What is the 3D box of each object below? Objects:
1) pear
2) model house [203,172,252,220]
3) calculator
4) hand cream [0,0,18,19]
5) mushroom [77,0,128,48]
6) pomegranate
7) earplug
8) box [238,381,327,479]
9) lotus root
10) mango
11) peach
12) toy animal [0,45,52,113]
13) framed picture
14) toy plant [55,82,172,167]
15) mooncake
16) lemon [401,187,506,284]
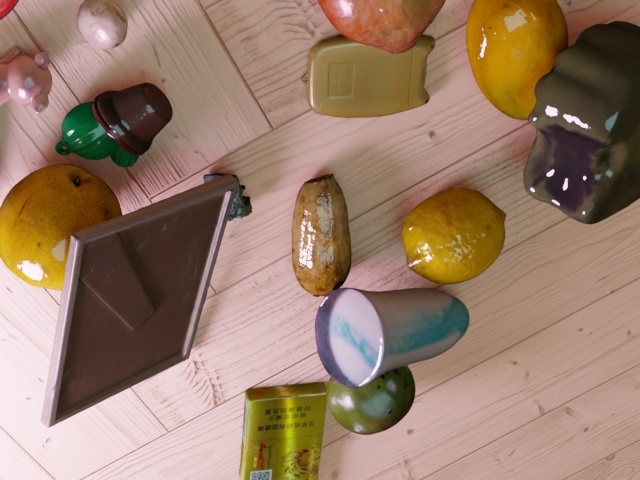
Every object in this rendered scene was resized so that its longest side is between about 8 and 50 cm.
[{"bbox_3d":[-0.417,-0.024,1.573,0.209,0.209,0.209,-8,124,-12],"label":"pear"},{"bbox_3d":[-0.164,-0.081,1.708,0.079,0.066,0.083,-6,106,0],"label":"model house"},{"bbox_3d":[0.083,-0.281,1.660,0.236,0.033,0.157,-6,124,-11],"label":"calculator"},{"bbox_3d":[-0.506,-0.398,1.353,0.193,0.125,0.193,-9,126,-13],"label":"hand cream"},{"bbox_3d":[-0.331,-0.334,1.483,0.083,0.067,0.083,14,134,15],"label":"mushroom"},{"bbox_3d":[0.086,0.278,1.953,0.187,0.187,0.225,-30,97,4],"label":"pomegranate"},{"bbox_3d":[0.165,0.170,1.882,0.324,0.185,0.185,-4,126,-43],"label":"earplug"},{"bbox_3d":[-0.084,0.440,2.071,0.173,0.043,0.311,-3,122,-14],"label":"box"},{"bbox_3d":[0.000,0.000,1.782,0.110,0.097,0.258,-8,120,-9],"label":"lotus root"},{"bbox_3d":[0.340,-0.325,1.664,0.176,0.119,0.317,-27,134,-4],"label":"mango"},{"bbox_3d":[0.103,-0.389,1.493,0.232,0.232,0.232,-8,124,-12],"label":"peach"},{"bbox_3d":[-0.478,-0.239,1.490,0.150,0.089,0.083,-12,128,2],"label":"toy animal"},{"bbox_3d":[-0.311,0.107,1.647,0.326,0.028,0.446,-24,145,-43],"label":"framed picture"},{"bbox_3d":[-0.333,-0.178,1.567,0.200,0.105,0.143,-26,140,22],"label":"toy plant"},{"bbox_3d":[0.499,-0.211,1.685,0.351,0.187,0.351,-29,137,-30],"label":"mooncake"},{"bbox_3d":[0.247,-0.009,1.803,0.193,0.180,0.180,-43,123,14],"label":"lemon"}]
